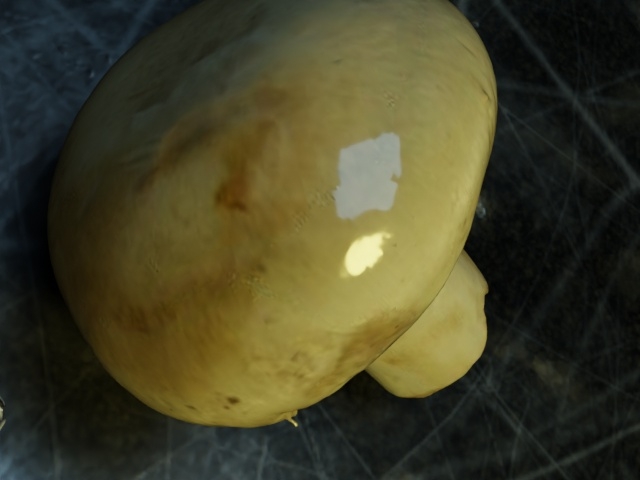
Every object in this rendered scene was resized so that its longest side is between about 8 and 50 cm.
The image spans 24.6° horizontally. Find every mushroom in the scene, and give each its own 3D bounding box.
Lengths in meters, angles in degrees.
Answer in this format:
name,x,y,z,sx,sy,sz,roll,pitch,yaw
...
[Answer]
name,x,y,z,sx,sy,sz,roll,pitch,yaw
mushroom,0.000,0.000,0.862,0.290,0.292,0.292,45,53,-35

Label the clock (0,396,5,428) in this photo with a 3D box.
name,x,y,z,sx,sy,sz,roll,pitch,yaw
clock,-0.285,0.098,0.766,0.192,0.071,0.147,37,57,-13
